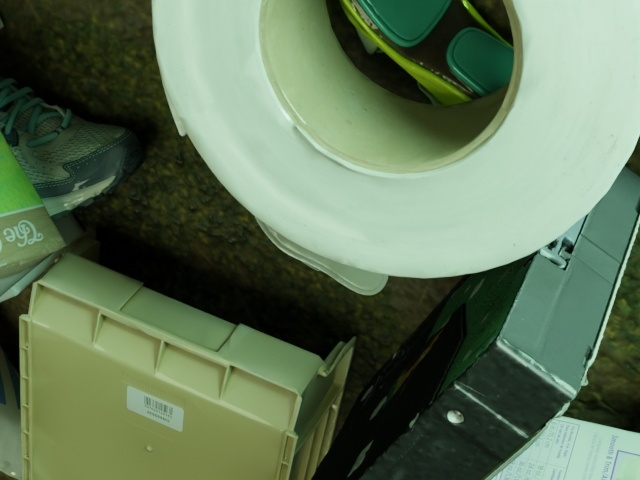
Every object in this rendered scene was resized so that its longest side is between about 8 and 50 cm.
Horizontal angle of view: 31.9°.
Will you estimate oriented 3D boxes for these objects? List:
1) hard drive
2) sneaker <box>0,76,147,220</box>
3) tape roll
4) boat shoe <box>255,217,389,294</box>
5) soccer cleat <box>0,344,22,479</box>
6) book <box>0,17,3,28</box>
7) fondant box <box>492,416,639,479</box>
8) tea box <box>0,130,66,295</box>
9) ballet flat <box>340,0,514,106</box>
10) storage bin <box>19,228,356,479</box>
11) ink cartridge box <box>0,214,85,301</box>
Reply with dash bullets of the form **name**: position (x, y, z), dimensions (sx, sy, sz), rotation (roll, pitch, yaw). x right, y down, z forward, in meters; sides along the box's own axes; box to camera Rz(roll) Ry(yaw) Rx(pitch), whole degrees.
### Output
- **hard drive**: position (0.088, 0.109, 0.788), dimensions (0.064, 0.237, 0.339), rotation (35, 131, 0)
- **sneaker**: position (-0.277, -0.087, 0.925), dimensions (0.283, 0.110, 0.122), rotation (3, 120, 26)
- **tape roll**: position (0.049, -0.124, 0.635), dimensions (0.286, 0.100, 0.286), rotation (10, 122, 17)
- **boat shoe**: position (0.000, 0.000, 0.887), dimensions (0.125, 0.038, 0.046), rotation (32, 88, 3)
- **soccer cleat**: position (-0.341, 0.181, 1.123), dimensions (0.116, 0.143, 0.331), rotation (-20, 112, 36)
- **book**: position (-0.340, -0.201, 0.926), dimensions (0.144, 0.035, 0.096), rotation (-6, 121, 32)
- **fondant box**: position (0.272, 0.265, 0.875), dimensions (0.330, 0.096, 0.238), rotation (9, 136, 20)
- **tea box**: position (-0.422, -0.046, 0.782), dimensions (0.220, 0.329, 0.323), rotation (-33, 85, 32)
- **ballet flat**: position (0.071, -0.131, 0.740), dimensions (0.231, 0.077, 0.077), rotation (42, 158, -7)
- **storage bin**: position (-0.126, 0.149, 1.005), dimensions (0.262, 0.123, 0.260), rotation (22, 129, 13)
- **ink cartridge box**: position (-0.303, 0.016, 1.008), dimensions (0.150, 0.109, 0.063), rotation (-19, 111, 36)
